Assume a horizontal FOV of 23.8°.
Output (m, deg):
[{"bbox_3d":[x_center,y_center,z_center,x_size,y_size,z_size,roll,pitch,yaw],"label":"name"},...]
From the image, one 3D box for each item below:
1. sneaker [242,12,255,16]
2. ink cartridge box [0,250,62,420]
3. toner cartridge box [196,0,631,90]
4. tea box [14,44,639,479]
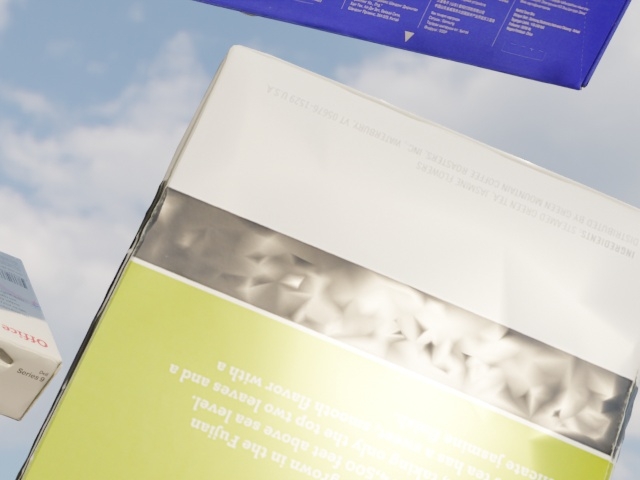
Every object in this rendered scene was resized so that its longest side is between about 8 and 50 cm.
[{"bbox_3d":[-0.083,-0.392,1.725,0.152,0.114,0.305,19,-48,40],"label":"sneaker"},{"bbox_3d":[-0.388,0.082,1.660,0.154,0.212,0.093,27,-75,-36],"label":"ink cartridge box"},{"bbox_3d":[0.066,-0.207,0.955,0.348,0.075,0.165,8,-64,-39],"label":"toner cartridge box"},{"bbox_3d":[-0.022,0.149,0.722,0.220,0.323,0.329,23,-25,1],"label":"tea box"}]
